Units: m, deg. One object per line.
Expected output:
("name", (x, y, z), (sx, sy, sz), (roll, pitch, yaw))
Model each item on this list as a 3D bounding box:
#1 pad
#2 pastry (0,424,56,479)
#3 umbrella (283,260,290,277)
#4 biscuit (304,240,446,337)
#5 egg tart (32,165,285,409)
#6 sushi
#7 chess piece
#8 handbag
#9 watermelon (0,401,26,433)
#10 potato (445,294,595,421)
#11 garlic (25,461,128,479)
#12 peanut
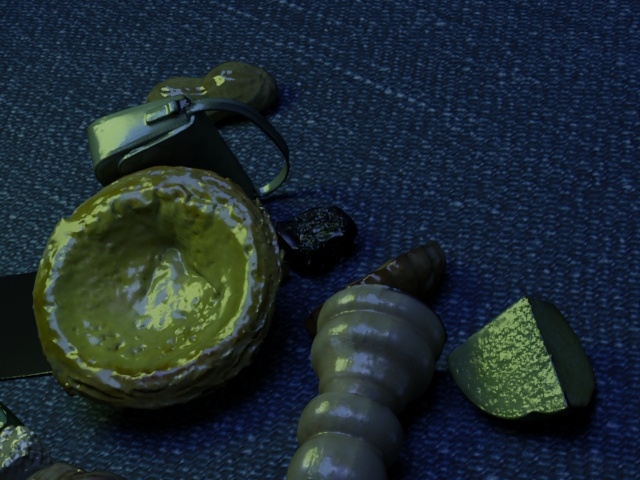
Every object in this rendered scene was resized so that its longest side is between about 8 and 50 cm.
("pad", (-0.302, 0.096, 2.105), (0.300, 0.005, 0.202), (-8, 40, 17))
("pastry", (-0.384, 0.304, 1.789), (0.258, 0.121, 0.089), (-34, 20, -16))
("umbrella", (-0.087, 0.012, 2.076), (0.040, 0.037, 0.144), (-38, 38, -18))
("biscuit", (0.069, 0.062, 1.911), (0.183, 0.061, 0.118), (-29, -4, -10))
("egg tart", (-0.184, 0.065, 1.948), (0.315, 0.120, 0.315), (-6, 64, 12))
("sushi", (0.000, 0.000, 2.037), (0.083, 0.056, 0.085), (-29, 36, -21))
("chess piece", (0.037, 0.182, 1.734), (0.143, 0.142, 0.260), (-3, 45, 24))
("handbag", (-0.154, -0.094, 2.075), (0.219, 0.256, 0.079), (-18, 61, 9))
("watermelon", (-0.464, 0.267, 1.893), (0.256, 0.139, 0.193), (-46, 47, -15))
("potato", (0.215, 0.151, 1.749), (0.120, 0.081, 0.149), (-40, 48, 27))
("garlic", (-0.257, 0.333, 1.672), (0.245, 0.160, 0.245), (-43, 16, 16))
("peanut", (-0.153, -0.203, 2.336), (0.187, 0.082, 0.082), (-13, 38, 11))
